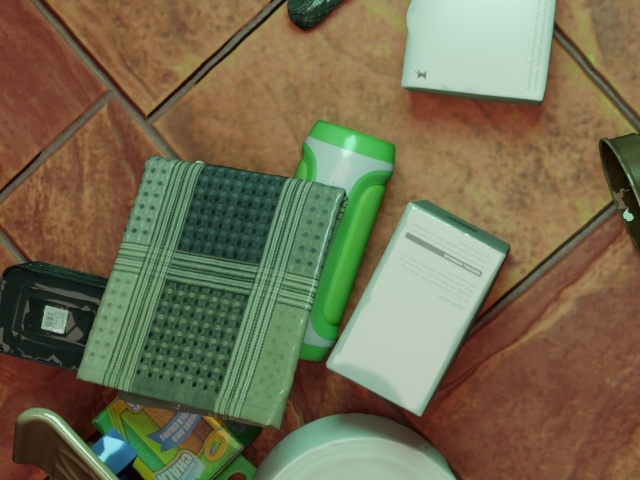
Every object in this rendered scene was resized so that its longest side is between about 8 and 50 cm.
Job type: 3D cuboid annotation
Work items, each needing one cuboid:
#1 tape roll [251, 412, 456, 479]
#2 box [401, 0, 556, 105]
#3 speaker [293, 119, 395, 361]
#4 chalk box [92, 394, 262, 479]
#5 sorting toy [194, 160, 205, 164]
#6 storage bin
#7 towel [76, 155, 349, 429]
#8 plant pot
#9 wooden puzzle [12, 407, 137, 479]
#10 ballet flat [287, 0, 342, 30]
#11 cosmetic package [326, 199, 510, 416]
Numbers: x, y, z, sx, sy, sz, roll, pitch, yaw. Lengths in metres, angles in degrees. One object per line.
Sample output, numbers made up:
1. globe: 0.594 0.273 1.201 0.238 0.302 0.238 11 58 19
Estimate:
1. tape roll: 0.045 0.370 1.896 0.286 0.100 0.286 -1 102 -5
2. box: 0.205 -0.270 1.866 0.181 0.119 0.181 8 95 9
3. speaker: 0.000 0.000 1.907 0.131 0.131 0.297 19 95 7
4. chalk box: -0.171 0.264 1.945 0.213 0.132 0.132 45 98 5
5. sorting toy: -0.164 -0.064 1.976 0.083 0.045 0.075 35 90 6
6. storage bin: -0.343 0.105 1.989 0.180 0.084 0.122 13 95 7
7. towel: -0.136 0.064 1.850 0.312 0.056 0.324 10 75 28
8. plant pot: 0.453 -0.080 1.824 0.165 0.167 0.167 -22 89 2
9. wooden puzzle: -0.242 0.346 1.894 0.348 0.322 0.080 41 69 3
10. ballet flat: 0.031 -0.340 1.935 0.173 0.049 0.057 -33 55 5
11. cosmetic package: 0.128 0.079 1.842 0.138 0.224 0.225 29 97 7
